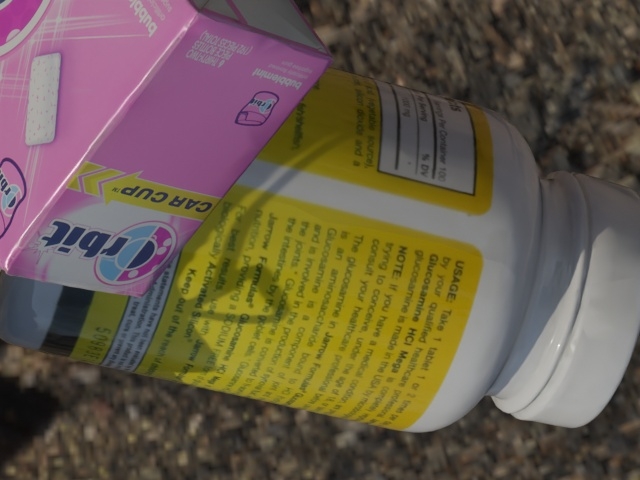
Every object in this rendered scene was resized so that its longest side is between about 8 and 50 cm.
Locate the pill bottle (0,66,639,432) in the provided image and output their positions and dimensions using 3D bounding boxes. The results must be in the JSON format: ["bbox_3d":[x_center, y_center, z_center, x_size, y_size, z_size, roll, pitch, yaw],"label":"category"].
[{"bbox_3d":[0.000,0.000,1.012,0.334,0.188,0.188,14,123,-12],"label":"pill bottle"}]

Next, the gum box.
[{"bbox_3d":[-0.088,-0.087,0.616,0.062,0.188,0.107,14,125,-47],"label":"gum box"}]
